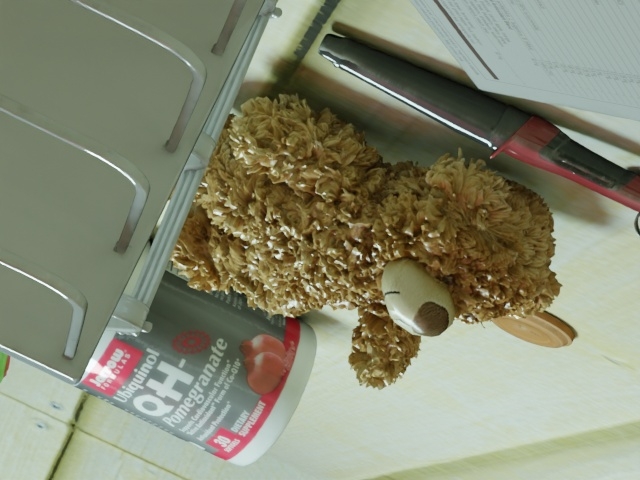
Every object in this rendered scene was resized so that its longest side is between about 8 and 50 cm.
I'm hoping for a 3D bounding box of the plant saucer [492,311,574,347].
[{"bbox_3d":[0.179,0.073,1.530,0.083,0.013,0.083,23,167,6],"label":"plant saucer"}]

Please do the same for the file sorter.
[{"bbox_3d":[-0.146,-0.104,0.897,0.192,0.278,0.173,25,162,-4],"label":"file sorter"}]

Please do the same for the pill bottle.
[{"bbox_3d":[-0.179,0.100,1.894,0.318,0.176,0.176,28,166,-15],"label":"pill bottle"}]

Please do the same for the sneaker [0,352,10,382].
[{"bbox_3d":[-0.454,0.091,1.501,0.482,0.185,0.202,8,165,39],"label":"sneaker"}]

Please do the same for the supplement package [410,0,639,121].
[{"bbox_3d":[0.157,-0.119,0.608,0.244,0.134,0.139,15,163,34],"label":"supplement package"}]

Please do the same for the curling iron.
[{"bbox_3d":[0.122,-0.059,1.094,0.274,0.035,0.068,25,166,-2],"label":"curling iron"}]

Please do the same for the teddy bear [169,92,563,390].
[{"bbox_3d":[0.000,0.000,1.266,0.338,0.113,0.245,25,134,22],"label":"teddy bear"}]

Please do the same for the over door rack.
[{"bbox_3d":[-0.157,-0.054,1.156,0.108,0.240,0.324,27,165,-19],"label":"over door rack"}]
